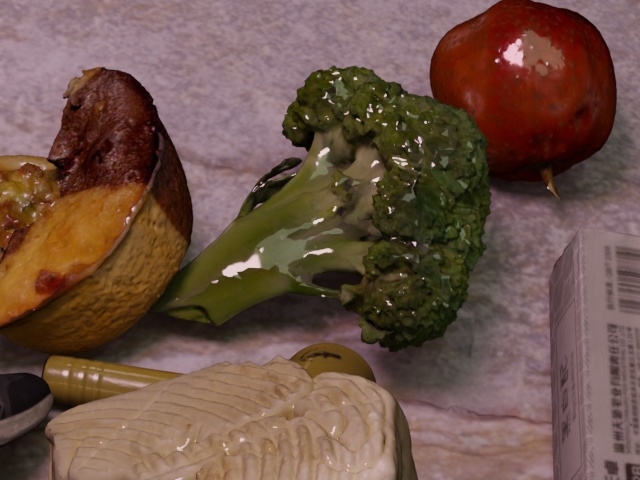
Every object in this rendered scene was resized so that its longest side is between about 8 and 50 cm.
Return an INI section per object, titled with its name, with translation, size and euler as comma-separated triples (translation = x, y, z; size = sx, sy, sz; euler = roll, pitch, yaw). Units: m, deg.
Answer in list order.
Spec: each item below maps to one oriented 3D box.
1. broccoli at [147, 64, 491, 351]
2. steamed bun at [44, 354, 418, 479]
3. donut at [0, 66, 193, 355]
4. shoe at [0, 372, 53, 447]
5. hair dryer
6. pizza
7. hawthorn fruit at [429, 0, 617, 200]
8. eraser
[broccoli]
translation = 0.034, 0.002, 1.710
size = 0.254, 0.186, 0.302
euler = 26, 80, 27
[steamed bun]
translation = -0.064, 0.225, 1.430
size = 0.289, 0.203, 0.276
euler = -11, 22, 9
[donut]
translation = -0.173, -0.024, 1.657
size = 0.151, 0.112, 0.295
euler = -9, 51, 32
[shoe]
translation = -0.315, 0.124, 1.514
size = 0.227, 0.099, 0.112
euler = -20, 97, -43
[hair dryer]
translation = -0.095, 0.130, 1.613
size = 0.279, 0.090, 0.135
euler = 8, 19, 7
[pizza]
translation = -0.274, -0.025, 1.706
size = 0.175, 0.046, 0.134
euler = -20, 62, -28
[hawthorn fruit]
translation = 0.201, -0.129, 1.846
size = 0.179, 0.179, 0.200
euler = -6, 77, -19
[eraser]
translation = 0.263, 0.180, 1.672
size = 0.098, 0.096, 0.403
euler = 11, 53, -9
